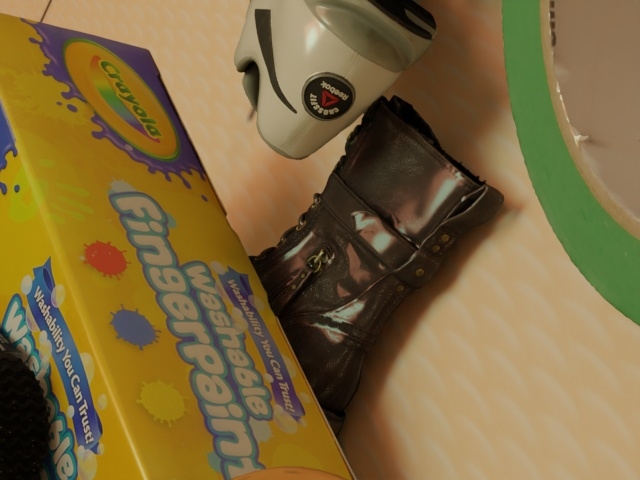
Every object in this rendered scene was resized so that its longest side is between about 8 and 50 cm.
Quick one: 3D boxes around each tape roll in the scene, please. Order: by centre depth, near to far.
[{"bbox_3d":[0.193,-0.114,0.589,0.321,0.077,0.321,175,90,-68],"label":"tape roll"}]

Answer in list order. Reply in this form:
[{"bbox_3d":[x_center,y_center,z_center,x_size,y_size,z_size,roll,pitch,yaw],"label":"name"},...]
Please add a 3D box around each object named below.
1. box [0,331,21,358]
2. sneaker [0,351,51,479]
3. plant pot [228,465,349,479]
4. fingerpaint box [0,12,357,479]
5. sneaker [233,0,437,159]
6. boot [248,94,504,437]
[{"bbox_3d":[-0.229,0.110,0.798,0.094,0.027,0.137,31,108,47],"label":"box"},{"bbox_3d":[-0.193,0.145,0.731,0.075,0.057,0.161,-13,79,38],"label":"sneaker"},{"bbox_3d":[0.032,0.266,0.571,0.291,0.203,0.291,-36,41,39],"label":"plant pot"},{"bbox_3d":[-0.197,0.129,0.906,0.371,0.163,0.445,-51,50,31],"label":"fingerpaint box"},{"bbox_3d":[-0.007,-0.165,0.952,0.146,0.122,0.330,-51,14,23],"label":"sneaker"},{"bbox_3d":[0.000,0.000,0.925,0.263,0.091,0.229,38,101,47],"label":"boot"}]
